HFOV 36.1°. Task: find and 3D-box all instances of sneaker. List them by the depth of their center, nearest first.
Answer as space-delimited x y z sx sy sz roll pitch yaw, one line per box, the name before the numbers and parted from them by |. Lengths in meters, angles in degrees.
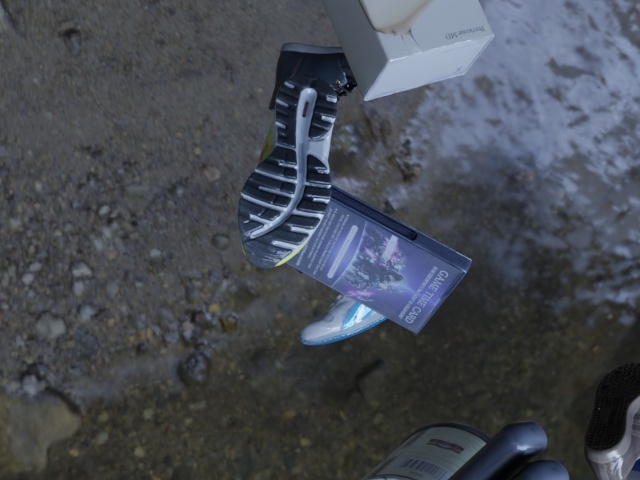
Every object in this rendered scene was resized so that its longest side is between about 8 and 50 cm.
sneaker | -0.030 -0.056 0.970 0.081 0.208 0.094 18 152 -2
sneaker | 0.352 0.215 1.149 0.188 0.066 0.071 -41 121 -45
sneaker | 0.065 0.086 1.489 0.229 0.087 0.092 -29 83 0
sneaker | 0.025 -0.243 1.571 0.083 0.222 0.118 24 78 -60

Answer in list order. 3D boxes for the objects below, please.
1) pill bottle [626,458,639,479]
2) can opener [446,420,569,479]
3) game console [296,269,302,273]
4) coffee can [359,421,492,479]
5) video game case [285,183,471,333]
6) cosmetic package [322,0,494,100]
pill bottle | 0.578 0.411 1.684 0.221 0.124 0.124 -50 129 -30
can opener | 0.101 0.264 0.882 0.095 0.076 0.283 1 139 -35
game console | 0.000 0.000 1.623 0.107 0.122 0.071 -16 78 6
coffee can | 0.147 0.386 1.371 0.201 0.201 0.275 -62 162 17
video game case | 0.035 0.010 1.249 0.274 0.026 0.196 28 149 1
cosmetic package | 0.081 -0.355 1.272 0.160 0.309 0.113 -18 166 -20
